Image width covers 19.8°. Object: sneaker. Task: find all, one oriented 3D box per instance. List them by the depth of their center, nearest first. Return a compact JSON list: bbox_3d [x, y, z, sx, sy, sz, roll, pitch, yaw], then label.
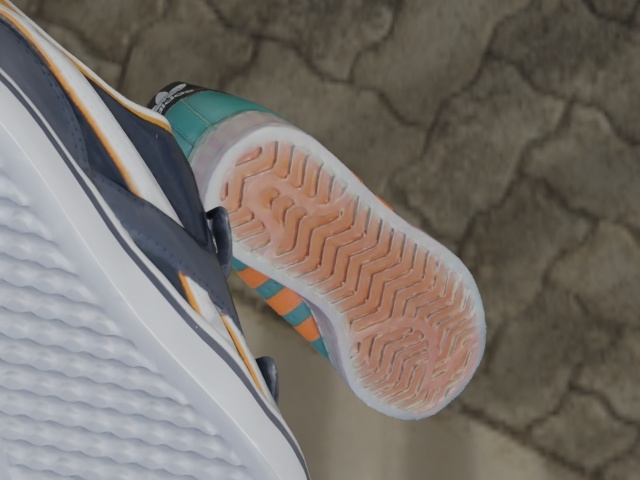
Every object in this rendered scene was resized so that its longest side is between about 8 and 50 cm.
[{"bbox_3d":[-0.081,0.042,0.701,0.126,0.127,0.321,-18,117,13],"label":"sneaker"},{"bbox_3d":[0.000,0.000,1.144,0.108,0.121,0.302,-44,133,-2],"label":"sneaker"}]
